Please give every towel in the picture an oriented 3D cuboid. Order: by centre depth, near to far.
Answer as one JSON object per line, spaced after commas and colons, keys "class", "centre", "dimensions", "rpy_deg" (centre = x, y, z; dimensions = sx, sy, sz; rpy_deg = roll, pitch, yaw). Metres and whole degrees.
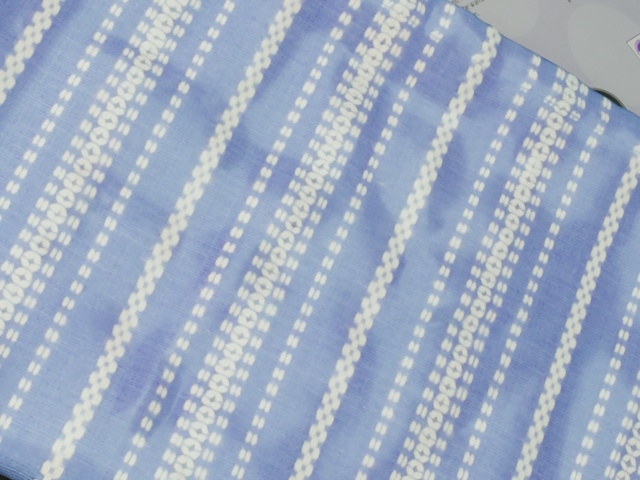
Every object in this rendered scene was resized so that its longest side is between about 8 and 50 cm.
{"class": "towel", "centre": [0.000, 0.000, 0.543], "dimensions": [0.336, 0.040, 0.243], "rpy_deg": [30, 61, -9]}

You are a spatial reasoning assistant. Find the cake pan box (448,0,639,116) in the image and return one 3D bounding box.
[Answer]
{"class": "cake pan box", "centre": [0.106, -0.114, 0.723], "dimensions": [0.267, 0.070, 0.246], "rpy_deg": [-34, 87, -43]}
